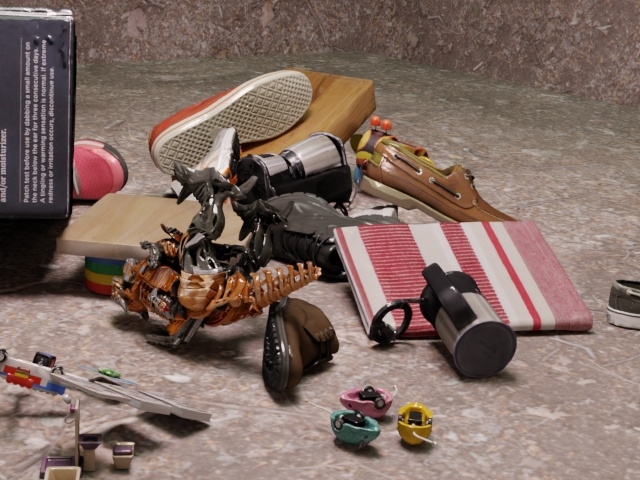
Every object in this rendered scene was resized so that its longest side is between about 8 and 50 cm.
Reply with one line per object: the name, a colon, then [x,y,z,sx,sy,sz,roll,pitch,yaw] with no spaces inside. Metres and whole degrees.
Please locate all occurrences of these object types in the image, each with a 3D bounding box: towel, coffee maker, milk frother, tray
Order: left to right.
tray: [-0.080,-0.190,2.198,0.203,0.076,0.411,13,41,27]
coffee maker: [-0.039,-0.083,1.965,0.178,0.171,0.120,-23,-1,-36]
milk frother: [0.151,0.116,1.485,0.129,0.143,0.134,34,13,-27]
towel: [0.198,0.056,1.677,0.329,0.037,0.237,-1,37,-15]

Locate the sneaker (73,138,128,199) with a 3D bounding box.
sneaker: [-0.495,-0.107,2.079,0.314,0.115,0.136,2,25,19]

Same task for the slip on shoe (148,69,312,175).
slip on shoe: [-0.166,-0.225,2.114,0.331,0.123,0.101,-28,36,-16]

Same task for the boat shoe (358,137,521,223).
boat shoe: [0.224,-0.080,1.991,0.307,0.104,0.111,21,7,-8]

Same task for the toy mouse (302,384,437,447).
toy mouse: [0.050,0.195,1.280,0.143,0.031,0.161,4,16,0]

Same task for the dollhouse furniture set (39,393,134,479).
dollhouse furniture set: [-0.224,0.200,1.111,0.091,0.081,0.114,1,17,-8]

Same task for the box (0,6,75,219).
box: [-0.607,-0.177,1.745,0.472,0.297,0.480,2,1,-11]

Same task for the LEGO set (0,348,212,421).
LEGO set: [-0.266,0.164,1.270,0.244,0.060,0.182,14,-5,36]

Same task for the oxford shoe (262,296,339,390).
oxford shoe: [-0.022,0.121,1.429,0.096,0.082,0.227,11,19,-2]

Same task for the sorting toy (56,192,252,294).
sorting toy: [-0.227,0.014,1.722,0.256,0.089,0.257,6,17,5]

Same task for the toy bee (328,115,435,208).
toy bee: [0.133,-0.159,2.259,0.195,0.162,0.298,16,20,12]

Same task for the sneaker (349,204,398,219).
sneaker: [0.083,-0.019,1.949,0.094,0.080,0.212,1,6,5]

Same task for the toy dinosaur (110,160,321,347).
toy dinosaur: [-0.128,0.037,1.475,0.322,0.218,0.164,9,-19,21]

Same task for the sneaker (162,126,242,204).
sneaker: [-0.202,-0.099,1.973,0.121,0.099,0.262,-1,42,11]

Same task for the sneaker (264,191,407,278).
sneaker: [0.000,0.000,1.810,0.286,0.109,0.130,8,24,21]

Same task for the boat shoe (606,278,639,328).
boat shoe: [0.523,0.092,1.669,0.219,0.070,0.078,4,17,-1]
